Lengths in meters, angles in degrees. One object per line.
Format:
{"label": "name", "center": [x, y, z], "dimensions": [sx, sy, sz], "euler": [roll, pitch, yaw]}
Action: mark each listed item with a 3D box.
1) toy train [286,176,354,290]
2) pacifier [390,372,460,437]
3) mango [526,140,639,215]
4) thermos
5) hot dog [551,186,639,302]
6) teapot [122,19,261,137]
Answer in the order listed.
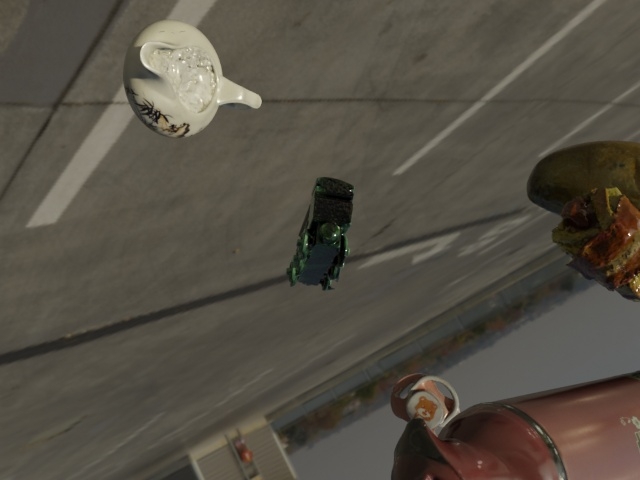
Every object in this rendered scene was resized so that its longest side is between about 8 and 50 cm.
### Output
{"label": "toy train", "center": [0.000, 0.000, 0.907], "dimensions": [0.071, 0.111, 0.170], "euler": [11, 154, -7]}
{"label": "pacifier", "center": [0.145, 0.221, 0.907], "dimensions": [0.081, 0.099, 0.078], "euler": [-44, 166, 0]}
{"label": "mango", "center": [0.544, -0.082, 1.202], "dimensions": [0.176, 0.330, 0.175], "euler": [-46, 145, -21]}
{"label": "thermos", "center": [0.182, 0.186, 0.536], "dimensions": [0.330, 0.109, 0.136], "euler": [1, 113, -37]}
{"label": "hot dog", "center": [0.475, 0.009, 1.069], "dimensions": [0.146, 0.213, 0.103], "euler": [-55, 164, 8]}
{"label": "teapot", "center": [-0.244, -0.294, 1.243], "dimensions": [0.166, 0.208, 0.300], "euler": [-8, 171, 42]}
